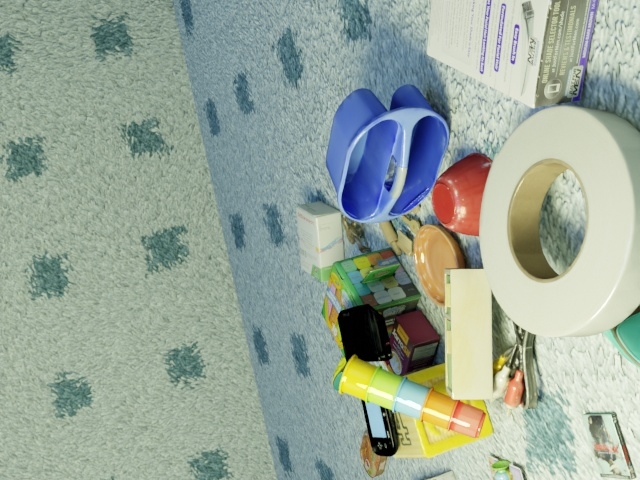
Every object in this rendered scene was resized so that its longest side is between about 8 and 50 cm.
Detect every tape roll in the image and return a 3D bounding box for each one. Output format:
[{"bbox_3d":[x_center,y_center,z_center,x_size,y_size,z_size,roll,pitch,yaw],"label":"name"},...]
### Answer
[{"bbox_3d":[0.403,-0.032,1.327,0.392,0.072,0.392,-178,90,-67],"label":"tape roll"}]

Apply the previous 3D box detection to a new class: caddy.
[{"bbox_3d":[0.149,-0.183,1.771,0.341,0.241,0.179,101,155,-47],"label":"caddy"}]

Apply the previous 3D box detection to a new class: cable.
[{"bbox_3d":[0.396,0.233,1.607,0.139,0.072,0.287,-120,24,-54],"label":"cable"}]

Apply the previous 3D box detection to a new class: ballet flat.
[{"bbox_3d":[0.090,0.389,2.487,0.231,0.077,0.077,110,163,-50],"label":"ballet flat"},{"bbox_3d":[0.505,0.142,1.312,0.247,0.083,0.087,58,176,40],"label":"ballet flat"}]

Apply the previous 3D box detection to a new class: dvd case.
[{"bbox_3d":[0.527,0.376,1.454,0.087,0.013,0.119,148,107,-67],"label":"dvd case"}]

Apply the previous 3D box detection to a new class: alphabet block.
[{"bbox_3d":[0.262,0.401,1.890,0.197,0.192,0.193,-39,68,66],"label":"alphabet block"}]

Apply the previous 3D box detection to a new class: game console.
[{"bbox_3d":[0.124,0.333,1.884,0.213,0.044,0.361,153,106,-69],"label":"game console"}]

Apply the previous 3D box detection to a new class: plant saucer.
[{"bbox_3d":[0.282,0.056,1.847,0.200,0.037,0.200,166,90,-69],"label":"plant saucer"}]

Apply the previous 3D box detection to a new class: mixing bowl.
[{"bbox_3d":[0.296,-0.085,1.650,0.181,0.098,0.181,167,90,-68],"label":"mixing bowl"}]

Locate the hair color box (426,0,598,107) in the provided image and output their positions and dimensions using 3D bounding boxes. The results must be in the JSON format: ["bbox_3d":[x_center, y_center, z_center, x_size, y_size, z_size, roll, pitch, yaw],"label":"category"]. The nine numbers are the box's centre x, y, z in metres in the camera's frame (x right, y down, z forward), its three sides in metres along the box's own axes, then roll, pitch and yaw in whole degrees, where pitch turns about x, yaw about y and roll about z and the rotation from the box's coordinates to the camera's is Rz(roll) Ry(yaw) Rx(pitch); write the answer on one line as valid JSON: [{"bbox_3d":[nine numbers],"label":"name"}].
[{"bbox_3d":[0.325,-0.378,1.401,0.339,0.110,0.185,-131,36,-53],"label":"hair color box"}]

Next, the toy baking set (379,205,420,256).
[{"bbox_3d":[0.191,-0.086,2.010,0.256,0.030,0.197,64,151,24],"label":"toy baking set"}]

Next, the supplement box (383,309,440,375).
[{"bbox_3d":[0.233,0.284,2.039,0.188,0.081,0.104,98,151,-42],"label":"supplement box"}]

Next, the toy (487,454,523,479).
[{"bbox_3d":[0.424,0.617,1.789,0.137,0.056,0.237,176,82,-70],"label":"toy"}]

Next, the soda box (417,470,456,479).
[{"bbox_3d":[0.296,0.673,2.123,0.216,0.069,0.074,127,127,-62],"label":"soda box"}]

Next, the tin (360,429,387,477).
[{"bbox_3d":[0.168,0.666,2.484,0.189,0.040,0.106,98,154,-43],"label":"tin"}]

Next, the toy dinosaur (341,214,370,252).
[{"bbox_3d":[0.084,-0.037,2.264,0.092,0.053,0.183,96,151,-43],"label":"toy dinosaur"}]

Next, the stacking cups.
[{"bbox_3d":[0.201,0.352,1.734,0.316,0.096,0.096,21,133,15],"label":"stacking cups"}]

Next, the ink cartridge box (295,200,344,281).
[{"bbox_3d":[0.000,0.000,2.441,0.154,0.093,0.212,31,131,60],"label":"ink cartridge box"}]

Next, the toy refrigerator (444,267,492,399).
[{"bbox_3d":[0.307,0.193,1.677,0.102,0.094,0.269,13,-103,-89],"label":"toy refrigerator"}]

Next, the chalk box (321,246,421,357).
[{"bbox_3d":[0.133,0.147,2.081,0.289,0.180,0.179,103,147,-46],"label":"chalk box"}]
